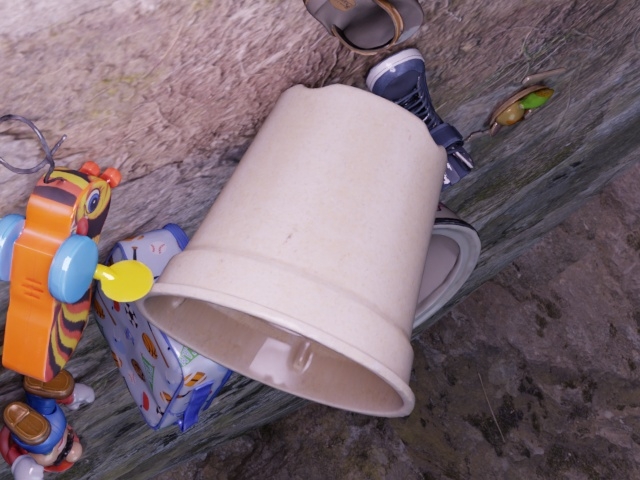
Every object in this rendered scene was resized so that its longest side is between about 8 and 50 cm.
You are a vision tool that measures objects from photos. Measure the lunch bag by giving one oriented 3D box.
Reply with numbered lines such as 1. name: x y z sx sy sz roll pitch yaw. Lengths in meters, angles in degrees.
1. lunch bag: -0.216 0.133 1.424 0.115 0.243 0.303 -24 163 -26

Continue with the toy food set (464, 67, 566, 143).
1. toy food set: 0.350 -0.224 1.783 0.132 0.038 0.192 -20 162 -38

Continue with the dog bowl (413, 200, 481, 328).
1. dog bowl: 0.064 0.048 1.754 0.408 0.150 0.408 -24 151 -14

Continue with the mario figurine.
1. mario figurine: -0.457 0.332 1.760 0.198 0.170 0.320 -27 164 -23

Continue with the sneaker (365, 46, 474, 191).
1. sneaker: 0.137 -0.152 1.349 0.086 0.163 0.226 -30 164 3

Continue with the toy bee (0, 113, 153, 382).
1. toy bee: -0.256 -0.005 1.058 0.298 0.195 0.162 -55 179 34

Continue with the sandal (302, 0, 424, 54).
1. sandal: 0.055 -0.238 1.096 0.090 0.060 0.219 -36 165 17

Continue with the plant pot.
1. plant pot: 0.000 0.000 1.185 0.334 0.334 0.305 101 11 -71

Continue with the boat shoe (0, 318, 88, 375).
1. boat shoe: -0.402 0.133 1.433 0.190 0.068 0.072 -24 180 12
